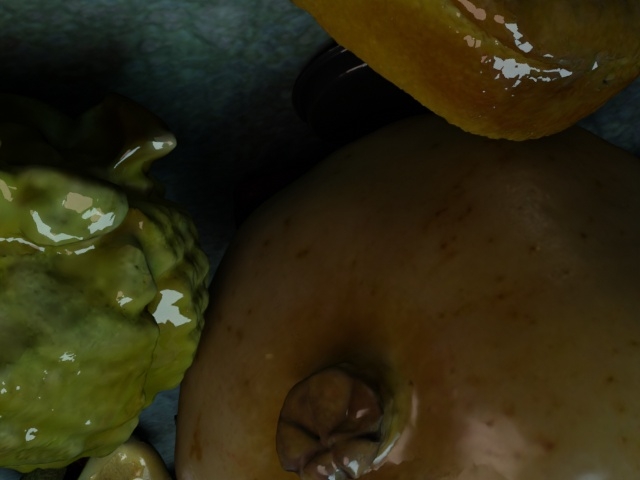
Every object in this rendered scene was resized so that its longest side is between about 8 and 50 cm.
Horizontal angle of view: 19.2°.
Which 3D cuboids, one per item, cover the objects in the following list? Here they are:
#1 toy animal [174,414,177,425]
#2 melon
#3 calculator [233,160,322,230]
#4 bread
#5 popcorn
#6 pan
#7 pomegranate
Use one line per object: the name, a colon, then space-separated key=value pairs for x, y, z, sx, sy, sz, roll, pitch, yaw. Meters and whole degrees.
toy animal: x=-0.051 y=0.165 z=1.649 sx=0.070 sy=0.079 sz=0.253 roll=-45 pitch=148 yaw=7
melon: x=-0.210 y=0.210 z=1.664 sx=0.128 sy=0.079 sz=0.160 roll=-9 pitch=159 yaw=28
calculator: x=0.000 y=0.000 z=1.425 sx=0.126 sy=0.034 sz=0.190 roll=-12 pitch=151 yaw=-4
bread: x=0.116 y=-0.135 z=1.112 sx=0.260 sy=0.134 sz=0.129 roll=6 pitch=135 yaw=-31
popcorn: x=-0.193 y=0.026 z=1.160 sx=0.270 sy=0.224 sz=0.258 roll=-35 pitch=154 yaw=-7
pan: x=0.089 y=-0.122 z=1.249 sx=0.235 sy=0.028 sz=0.136 roll=-28 pitch=152 yaw=21
pomegranate: x=0.094 y=0.113 z=1.247 sx=0.411 sy=0.411 sz=0.411 roll=-13 pitch=152 yaw=-7
